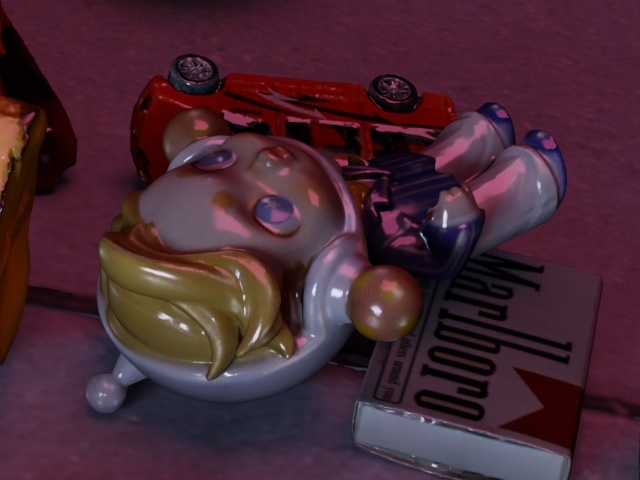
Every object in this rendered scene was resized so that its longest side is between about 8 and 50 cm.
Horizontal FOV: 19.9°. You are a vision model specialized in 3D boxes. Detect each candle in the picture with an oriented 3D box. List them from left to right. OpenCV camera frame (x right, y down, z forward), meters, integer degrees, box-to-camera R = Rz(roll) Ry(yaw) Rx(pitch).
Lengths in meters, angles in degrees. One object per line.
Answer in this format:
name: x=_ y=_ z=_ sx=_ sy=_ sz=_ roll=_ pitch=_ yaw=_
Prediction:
candle: x=-0.220 y=-0.131 z=1.164 sx=0.084 sy=0.059 sz=0.302 roll=9 pitch=33 yaw=-27

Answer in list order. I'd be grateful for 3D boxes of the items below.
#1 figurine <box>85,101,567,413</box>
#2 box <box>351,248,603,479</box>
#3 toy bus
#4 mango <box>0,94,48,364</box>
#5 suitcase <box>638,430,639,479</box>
figurine: x=-0.004 y=-0.006 z=0.972 sx=0.193 sy=0.133 sz=0.274 roll=24 pitch=38 yaw=23
box: x=0.089 y=0.063 z=0.996 sx=0.115 sy=0.036 sz=0.177 roll=15 pitch=33 yaw=6
toy bus: x=-0.015 y=-0.047 z=1.090 sx=0.195 sy=0.081 sz=0.089 roll=5 pitch=44 yaw=-13
mango: x=-0.272 y=-0.007 z=0.897 sx=0.257 sy=0.138 sz=0.187 roll=8 pitch=52 yaw=0
suitcase: x=0.235 y=0.074 z=0.846 sx=0.143 sy=0.235 sz=0.194 roll=13 pitch=33 yaw=1
